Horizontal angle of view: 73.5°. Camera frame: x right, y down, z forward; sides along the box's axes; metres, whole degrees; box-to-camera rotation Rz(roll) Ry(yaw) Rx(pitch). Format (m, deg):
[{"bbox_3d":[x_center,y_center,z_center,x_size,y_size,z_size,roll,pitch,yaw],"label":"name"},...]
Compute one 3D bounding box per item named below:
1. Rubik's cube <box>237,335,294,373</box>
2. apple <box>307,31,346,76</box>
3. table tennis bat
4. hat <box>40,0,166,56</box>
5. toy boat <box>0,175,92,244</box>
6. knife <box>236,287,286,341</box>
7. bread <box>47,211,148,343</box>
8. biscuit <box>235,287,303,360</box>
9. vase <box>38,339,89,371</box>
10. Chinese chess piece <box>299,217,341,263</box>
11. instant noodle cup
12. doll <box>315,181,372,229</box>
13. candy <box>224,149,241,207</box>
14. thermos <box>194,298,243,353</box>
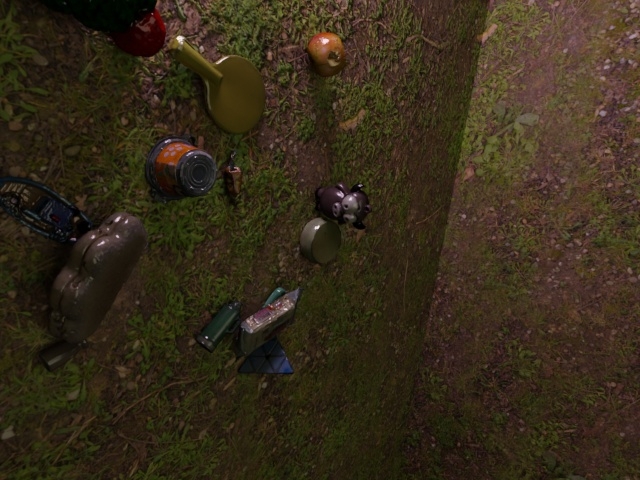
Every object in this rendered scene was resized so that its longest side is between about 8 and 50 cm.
[{"bbox_3d":[-0.162,0.436,1.613,0.211,0.178,0.190,8,94,-53],"label":"Rubik's cube"},{"bbox_3d":[0.026,-0.641,1.474,0.147,0.147,0.146,-22,119,-45],"label":"apple"},{"bbox_3d":[-0.287,-0.452,1.238,0.369,0.054,0.224,25,84,-56],"label":"table tennis bat"},{"bbox_3d":[-0.436,-0.524,0.894,0.274,0.242,0.332,-46,149,-14],"label":"hat"},{"bbox_3d":[-0.610,-0.066,0.941,0.223,0.097,0.100,47,63,-49],"label":"toy boat"},{"bbox_3d":[-0.221,0.282,1.606,0.260,0.035,0.063,-49,149,-19],"label":"knife"},{"bbox_3d":[-0.543,0.081,1.019,0.183,0.102,0.337,94,20,-79],"label":"bread"},{"bbox_3d":[-0.187,0.295,1.559,0.309,0.079,0.186,-27,147,-41],"label":"biscuit"},{"bbox_3d":[-0.637,0.277,1.069,0.101,0.053,0.053,-35,128,-45],"label":"vase"},{"bbox_3d":[0.000,0.000,1.730,0.189,0.083,0.188,-20,119,-42],"label":"Chinese chess piece"},{"bbox_3d":[-0.365,-0.189,1.173,0.178,0.126,0.208,11,94,-52],"label":"instant noodle cup"},{"bbox_3d":[0.087,-0.140,1.638,0.117,0.257,0.181,-24,121,-36],"label":"doll"},{"bbox_3d":[-0.275,-0.191,1.344,0.047,0.053,0.181,-12,110,-41],"label":"candy"},{"bbox_3d":[-0.326,0.277,1.427,0.073,0.083,0.187,49,61,-23],"label":"thermos"}]
